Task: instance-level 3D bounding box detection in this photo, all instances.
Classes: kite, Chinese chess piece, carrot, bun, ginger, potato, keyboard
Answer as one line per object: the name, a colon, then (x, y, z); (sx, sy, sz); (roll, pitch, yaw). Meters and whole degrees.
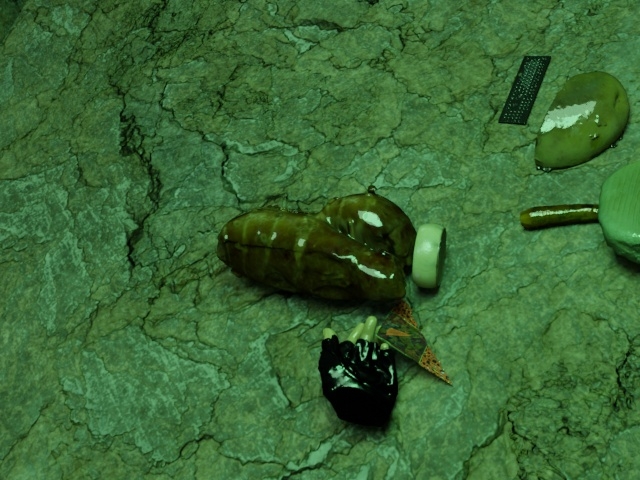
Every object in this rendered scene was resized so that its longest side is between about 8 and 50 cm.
kite: (0.146, 0.173, 1.545); (0.008, 0.125, 0.222); (-60, 41, 32)
Chinese chess piece: (0.204, 0.029, 1.612); (0.051, 0.122, 0.122); (7, 58, 15)
carrot: (0.463, -0.048, 1.617); (0.170, 0.042, 0.042); (-4, 54, 18)
bun: (0.595, -0.046, 1.513); (0.221, 0.108, 0.221); (-14, 44, 14)
ginger: (0.000, 0.000, 1.691); (0.418, 0.176, 0.254); (5, 45, 26)
potato: (0.528, -0.243, 1.700); (0.138, 0.098, 0.243); (20, 66, 31)
keyboard: (0.441, -0.327, 1.853); (0.063, 0.010, 0.198); (9, 59, 30)

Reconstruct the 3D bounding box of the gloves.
gloves: (0.069, 0.221, 1.536); (0.164, 0.124, 0.203); (27, 29, -2)
